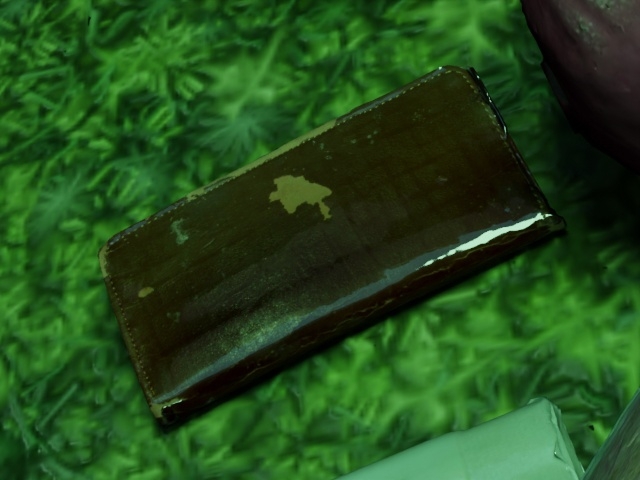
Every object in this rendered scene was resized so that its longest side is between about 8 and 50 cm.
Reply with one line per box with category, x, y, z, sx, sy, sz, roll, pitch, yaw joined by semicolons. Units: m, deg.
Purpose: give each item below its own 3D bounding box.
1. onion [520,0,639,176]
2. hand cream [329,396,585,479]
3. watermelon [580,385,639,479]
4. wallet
onion;0.158;-0.093;0.518;0.200;0.201;0.207;15;23;30
hand cream;-0.004;0.115;0.544;0.204;0.050;0.078;-24;54;11
watermelon;0.135;0.148;0.369;0.222;0.292;0.319;28;48;13
wallet;0.000;0.000;0.632;0.176;0.026;0.095;-28;58;4
